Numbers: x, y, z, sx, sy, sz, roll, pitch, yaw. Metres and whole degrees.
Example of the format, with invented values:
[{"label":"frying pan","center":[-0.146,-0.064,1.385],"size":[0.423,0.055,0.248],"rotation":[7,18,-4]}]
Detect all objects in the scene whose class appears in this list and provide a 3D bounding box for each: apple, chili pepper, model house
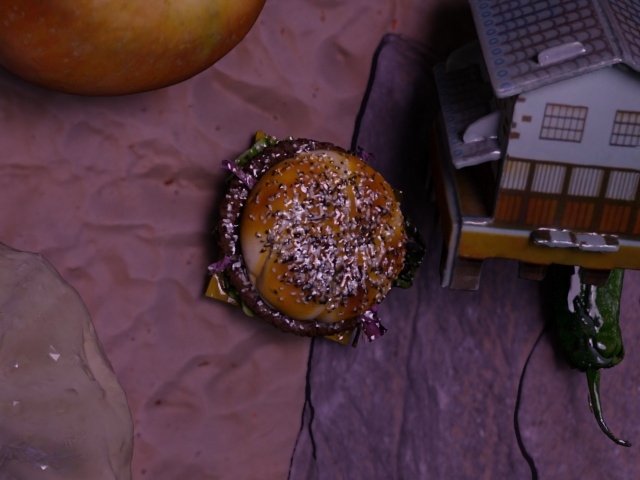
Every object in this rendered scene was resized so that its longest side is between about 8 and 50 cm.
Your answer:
[{"label":"apple","center":[-0.148,-0.203,1.078],"size":[0.235,0.173,0.210],"rotation":[2,85,-36]},{"label":"chili pepper","center":[0.250,0.029,1.336],"size":[0.122,0.065,0.279],"rotation":[25,74,-21]},{"label":"model house","center":[0.189,-0.091,1.173],"size":[0.198,0.224,0.215],"rotation":[7,121,-4]}]

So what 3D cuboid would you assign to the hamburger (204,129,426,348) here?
[{"label":"hamburger","center":[0.004,-0.001,1.194],"size":[0.189,0.093,0.164],"rotation":[9,85,-29]}]

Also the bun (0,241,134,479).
[{"label":"bun","center":[-0.279,0.156,0.982],"size":[0.359,0.211,0.360],"rotation":[0,91,-26]}]
